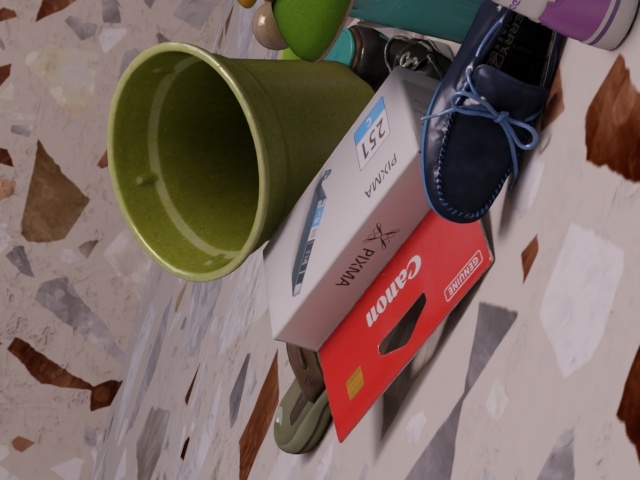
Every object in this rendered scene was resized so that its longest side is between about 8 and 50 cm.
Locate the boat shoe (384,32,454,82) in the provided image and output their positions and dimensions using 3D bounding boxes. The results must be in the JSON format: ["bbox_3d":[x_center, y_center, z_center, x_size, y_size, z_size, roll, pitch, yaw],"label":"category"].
[{"bbox_3d":[0.111,-0.174,1.782,0.219,0.070,0.077,-113,41,-70],"label":"boat shoe"}]

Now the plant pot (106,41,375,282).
[{"bbox_3d":[-0.068,-0.111,1.938,0.276,0.254,0.276,16,113,43],"label":"plant pot"}]

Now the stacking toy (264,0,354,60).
[{"bbox_3d":[0.050,-0.337,2.130,0.279,0.130,0.309,84,-152,-44],"label":"stacking toy"}]

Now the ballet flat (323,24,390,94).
[{"bbox_3d":[0.016,-0.163,2.096,0.280,0.096,0.095,-47,47,43],"label":"ballet flat"}]

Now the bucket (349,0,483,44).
[{"bbox_3d":[0.131,-0.331,1.650,0.281,0.183,0.281,-164,90,-76],"label":"bucket"}]

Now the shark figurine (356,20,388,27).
[{"bbox_3d":[0.102,-0.380,1.984,0.166,0.116,0.278,-155,83,-78],"label":"shark figurine"}]

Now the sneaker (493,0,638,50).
[{"bbox_3d":[0.190,-0.298,1.424,0.282,0.161,0.102,-85,16,-44],"label":"sneaker"}]

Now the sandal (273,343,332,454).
[{"bbox_3d":[-0.007,0.127,1.864,0.120,0.086,0.303,-94,24,-55],"label":"sandal"}]

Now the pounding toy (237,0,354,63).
[{"bbox_3d":[-0.034,-0.278,1.620,0.237,0.110,0.183,-157,83,-75],"label":"pounding toy"}]

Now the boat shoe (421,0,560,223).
[{"bbox_3d":[0.157,-0.143,1.493,0.089,0.109,0.258,-179,102,-73],"label":"boat shoe"}]

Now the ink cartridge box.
[{"bbox_3d":[0.047,0.014,1.668,0.296,0.066,0.261,-54,31,35],"label":"ink cartridge box"}]
